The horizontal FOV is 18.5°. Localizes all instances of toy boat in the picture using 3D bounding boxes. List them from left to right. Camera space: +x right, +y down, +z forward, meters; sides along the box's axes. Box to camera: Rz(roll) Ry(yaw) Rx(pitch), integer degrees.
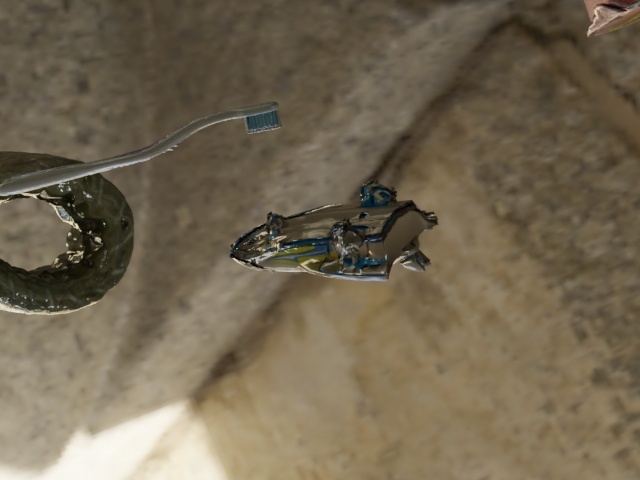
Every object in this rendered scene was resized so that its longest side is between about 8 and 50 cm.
[{"bbox_3d":[0.000,0.000,1.607,0.210,0.084,0.066,-5,123,43],"label":"toy boat"}]

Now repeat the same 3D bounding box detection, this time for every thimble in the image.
[{"bbox_3d":[-0.156,-0.005,1.022,0.062,0.110,0.084,4,78,58],"label":"thimble"}]

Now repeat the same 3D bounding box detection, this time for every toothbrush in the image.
[{"bbox_3d":[-0.080,-0.039,0.853,0.131,0.011,0.013,-14,100,9],"label":"toothbrush"}]

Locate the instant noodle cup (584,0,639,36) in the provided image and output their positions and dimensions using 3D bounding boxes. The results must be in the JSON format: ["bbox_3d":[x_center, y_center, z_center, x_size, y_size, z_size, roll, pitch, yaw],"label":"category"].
[{"bbox_3d":[0.277,-0.327,1.640,0.244,0.244,0.255,-26,89,39],"label":"instant noodle cup"}]
